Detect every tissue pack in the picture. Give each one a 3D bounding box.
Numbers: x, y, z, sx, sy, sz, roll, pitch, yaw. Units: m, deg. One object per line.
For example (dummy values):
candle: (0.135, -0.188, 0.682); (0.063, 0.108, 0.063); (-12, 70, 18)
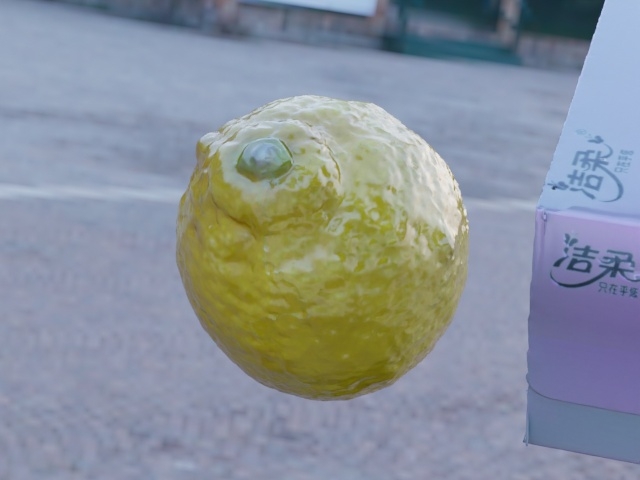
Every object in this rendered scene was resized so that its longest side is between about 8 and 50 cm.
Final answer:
tissue pack: (0.163, -0.027, 0.648); (0.148, 0.092, 0.246); (9, 34, 12)

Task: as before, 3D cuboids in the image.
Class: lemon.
lemon: (0.000, 0.000, 0.917); (0.142, 0.142, 0.187); (12, -21, 19)
